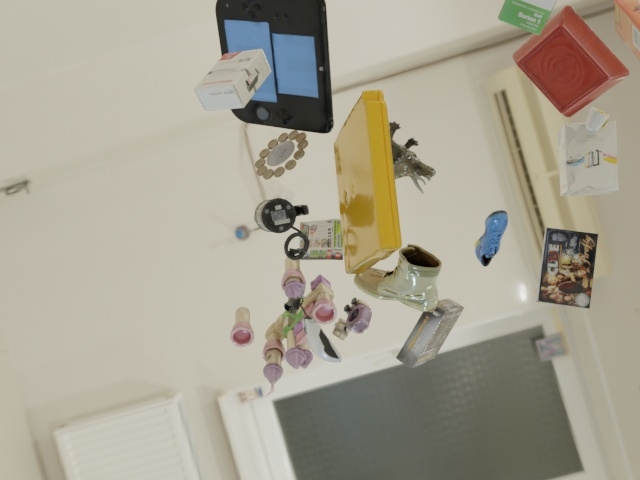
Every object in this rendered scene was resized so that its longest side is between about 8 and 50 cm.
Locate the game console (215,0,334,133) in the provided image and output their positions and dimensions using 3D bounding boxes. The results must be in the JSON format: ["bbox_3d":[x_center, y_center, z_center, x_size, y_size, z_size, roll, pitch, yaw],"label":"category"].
[{"bbox_3d":[-0.127,-0.495,2.040,0.060,0.341,0.387,-43,138,-45],"label":"game console"}]

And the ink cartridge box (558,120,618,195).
[{"bbox_3d":[0.913,-0.275,2.515,0.171,0.168,0.233,10,79,-80],"label":"ink cartridge box"}]

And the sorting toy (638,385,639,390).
[{"bbox_3d":[0.884,0.339,1.852,0.274,0.132,0.046,68,3,-79],"label":"sorting toy"}]

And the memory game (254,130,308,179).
[{"bbox_3d":[-0.114,-0.250,2.138,0.012,0.186,0.186,48,20,-39],"label":"memory game"}]

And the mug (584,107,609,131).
[{"bbox_3d":[0.877,-0.376,2.323,0.062,0.078,0.064,-87,-160,-66],"label":"mug"}]

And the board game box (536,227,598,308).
[{"bbox_3d":[0.800,0.089,2.383,0.042,0.164,0.244,36,61,-80],"label":"board game box"}]

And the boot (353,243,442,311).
[{"bbox_3d":[0.180,0.073,1.726,0.165,0.213,0.077,86,28,-48],"label":"boot"}]

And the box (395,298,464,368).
[{"bbox_3d":[0.311,0.257,2.063,0.056,0.183,0.231,34,12,22],"label":"box"}]

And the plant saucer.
[{"bbox_3d":[0.697,-0.494,2.095,0.259,0.048,0.258,47,-31,-2],"label":"plant saucer"}]

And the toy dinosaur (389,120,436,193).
[{"bbox_3d":[0.162,-0.213,1.957,0.121,0.313,0.160,46,58,-35],"label":"toy dinosaur"}]

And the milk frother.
[{"bbox_3d":[-0.094,-0.029,1.803,0.134,0.129,0.143,-171,-93,-78],"label":"milk frother"}]

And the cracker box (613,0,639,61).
[{"bbox_3d":[0.621,-0.372,1.198,0.156,0.232,0.067,-91,164,-52],"label":"cracker box"}]

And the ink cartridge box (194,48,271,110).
[{"bbox_3d":[-0.174,-0.320,1.470,0.135,0.099,0.056,-61,140,-39],"label":"ink cartridge box"}]

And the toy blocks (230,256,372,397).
[{"bbox_3d":[-0.046,0.257,1.973,0.308,0.288,0.260,36,20,-22],"label":"toy blocks"}]

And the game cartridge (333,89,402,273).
[{"bbox_3d":[0.084,-0.097,1.380,0.323,0.052,0.286,135,-50,-77],"label":"game cartridge"}]

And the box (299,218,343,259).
[{"bbox_3d":[0.000,0.000,2.101,0.207,0.036,0.114,-2,-94,62],"label":"box"}]

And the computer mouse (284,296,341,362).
[{"bbox_3d":[-0.020,0.213,1.688,0.193,0.042,0.106,55,-20,-6],"label":"computer mouse"}]

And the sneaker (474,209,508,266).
[{"bbox_3d":[0.519,-0.003,2.197,0.209,0.069,0.082,102,-14,-50],"label":"sneaker"}]

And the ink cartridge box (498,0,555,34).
[{"bbox_3d":[0.555,-0.673,1.805,0.201,0.117,0.278,-51,163,-56],"label":"ink cartridge box"}]
